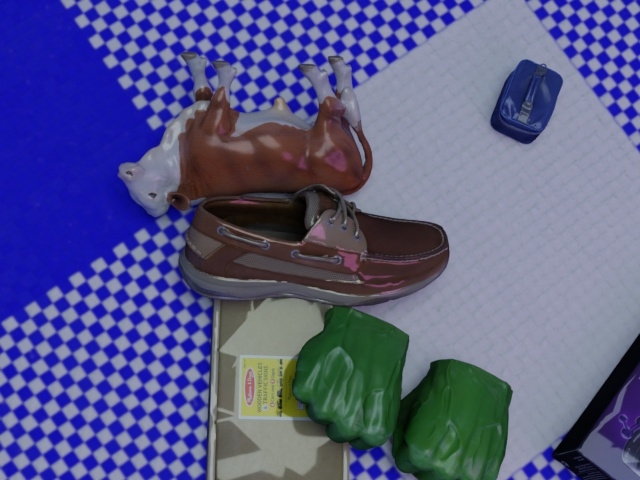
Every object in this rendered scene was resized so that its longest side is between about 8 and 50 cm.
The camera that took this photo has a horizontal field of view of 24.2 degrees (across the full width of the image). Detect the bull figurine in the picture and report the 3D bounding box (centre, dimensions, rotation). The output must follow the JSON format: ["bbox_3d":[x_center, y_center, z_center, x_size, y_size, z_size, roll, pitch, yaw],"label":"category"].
[{"bbox_3d":[-0.089,-0.124,1.780,0.310,0.101,0.188,-1,107,-16],"label":"bull figurine"}]

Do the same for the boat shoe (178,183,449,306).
[{"bbox_3d":[0.000,0.000,1.742,0.324,0.116,0.123,-3,36,-15],"label":"boat shoe"}]

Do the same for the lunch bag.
[{"bbox_3d":[0.262,-0.178,1.874,0.067,0.065,0.098,22,76,-3],"label":"lunch bag"}]

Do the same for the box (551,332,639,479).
[{"bbox_3d":[0.435,0.210,1.795,0.184,0.103,0.261,39,75,-1],"label":"box"}]

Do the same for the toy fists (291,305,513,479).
[{"bbox_3d":[0.093,0.195,1.731,0.279,0.096,0.142,28,60,-18],"label":"toy fists"}]

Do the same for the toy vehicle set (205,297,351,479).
[{"bbox_3d":[-0.048,0.176,1.763,0.166,0.035,0.267,3,77,-8],"label":"toy vehicle set"}]
